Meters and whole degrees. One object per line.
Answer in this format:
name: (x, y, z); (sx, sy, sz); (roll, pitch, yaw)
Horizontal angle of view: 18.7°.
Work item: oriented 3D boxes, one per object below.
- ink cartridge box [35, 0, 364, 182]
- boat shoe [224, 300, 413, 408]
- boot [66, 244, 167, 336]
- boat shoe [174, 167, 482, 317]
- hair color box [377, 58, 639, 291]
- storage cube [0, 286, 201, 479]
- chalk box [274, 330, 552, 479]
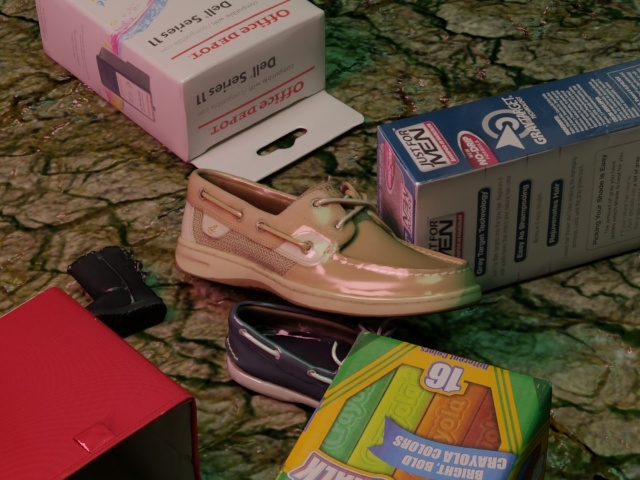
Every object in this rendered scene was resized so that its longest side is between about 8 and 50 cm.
ink cartridge box: (-0.134, -0.217, 2.158); (0.207, 0.119, 0.353); (-31, 50, -29)
boat shoe: (0.032, 0.113, 1.823); (0.255, 0.079, 0.095); (16, 43, 18)
boot: (-0.220, 0.053, 1.919); (0.121, 0.045, 0.099); (-17, 47, -27)
boat shoe: (0.000, 0.000, 1.856); (0.341, 0.110, 0.122); (11, 11, 32)
hair color box: (0.233, -0.064, 1.942); (0.347, 0.174, 0.105); (-15, 44, -15)
storage cube: (-0.235, 0.191, 1.666); (0.215, 0.183, 0.193); (-32, 50, -29)
chalk box: (0.060, 0.248, 1.600); (0.180, 0.179, 0.289); (14, 44, 17)
